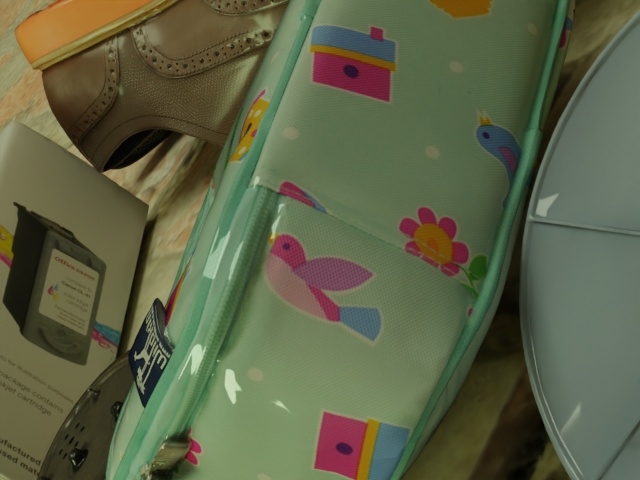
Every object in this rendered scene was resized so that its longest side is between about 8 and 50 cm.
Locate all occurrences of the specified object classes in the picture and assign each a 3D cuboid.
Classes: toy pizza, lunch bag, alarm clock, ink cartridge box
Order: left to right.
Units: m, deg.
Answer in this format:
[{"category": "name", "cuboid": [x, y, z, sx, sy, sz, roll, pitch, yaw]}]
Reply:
[{"category": "ink cartridge box", "cuboid": [-0.247, 0.099, 0.920, 0.226, 0.131, 0.306, -40, 28, 28]}, {"category": "alarm clock", "cuboid": [-0.100, 0.105, 0.727, 0.129, 0.064, 0.192, -47, 21, 15]}, {"category": "lunch bag", "cuboid": [0.000, 0.000, 0.565, 0.224, 0.108, 0.279, 123, 170, -53]}, {"category": "toy pizza", "cuboid": [0.137, 0.005, 0.396, 0.201, 0.032, 0.201, -18, 67, 50]}]

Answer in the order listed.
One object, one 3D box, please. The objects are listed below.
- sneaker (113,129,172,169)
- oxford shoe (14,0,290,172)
[{"category": "sneaker", "cuboid": [-0.104, -0.142, 1.035, 0.227, 0.087, 0.130, -45, 18, 5]}, {"category": "oxford shoe", "cuboid": [-0.032, -0.142, 0.894, 0.364, 0.132, 0.130, -15, 10, 34]}]
